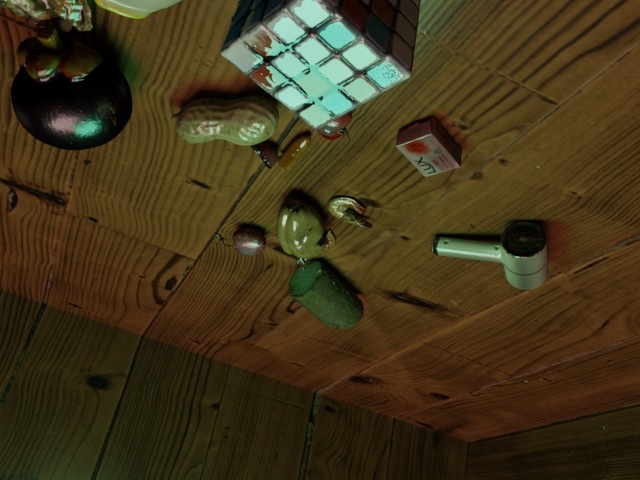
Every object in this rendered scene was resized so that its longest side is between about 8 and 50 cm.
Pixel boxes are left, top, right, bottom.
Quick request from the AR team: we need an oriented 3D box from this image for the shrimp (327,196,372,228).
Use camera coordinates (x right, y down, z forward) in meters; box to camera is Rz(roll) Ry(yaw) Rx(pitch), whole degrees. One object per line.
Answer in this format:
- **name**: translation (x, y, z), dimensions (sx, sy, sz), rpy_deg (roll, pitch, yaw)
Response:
- **shrimp**: translation (0.099, -0.087, 1.945), dimensions (0.162, 0.045, 0.095), rpy_deg (26, 127, -14)

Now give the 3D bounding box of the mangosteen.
- **mangosteen**: translation (-0.590, -0.361, 1.515), dimensions (0.274, 0.275, 0.302), rpy_deg (7, 137, 9)

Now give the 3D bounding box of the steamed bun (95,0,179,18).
- **steamed bun**: translation (-0.307, -0.551, 1.008), dimensions (0.333, 0.334, 0.374), rpy_deg (-5, 143, 27)

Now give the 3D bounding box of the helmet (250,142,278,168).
- **helmet**: translation (-0.144, -0.239, 1.753), dimensions (0.084, 0.049, 0.065), rpy_deg (51, 173, -12)

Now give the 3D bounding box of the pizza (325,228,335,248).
- **pizza**: translation (0.015, 0.004, 2.126), dimensions (0.100, 0.029, 0.099), rpy_deg (-10, 144, 34)

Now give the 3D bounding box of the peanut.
- **peanut**: translation (-0.239, -0.297, 1.624), dimensions (0.298, 0.120, 0.136), rpy_deg (3, 144, 20)

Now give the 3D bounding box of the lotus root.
- **lotus root**: translation (-0.056, -0.033, 1.984), dimensions (0.154, 0.140, 0.257), rpy_deg (16, 142, 21)

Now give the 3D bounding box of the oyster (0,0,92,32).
- **oyster**: translation (-0.647, -0.547, 1.341), dimensions (0.237, 0.115, 0.351), rpy_deg (-3, 162, 25)

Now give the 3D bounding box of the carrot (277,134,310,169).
- **carrot**: translation (-0.067, -0.242, 1.728), dimensions (0.048, 0.048, 0.139), rpy_deg (23, 146, -18)

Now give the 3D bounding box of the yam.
- **yam**: translation (0.020, 0.201, 2.327), dimensions (0.168, 0.168, 0.304), rpy_deg (-9, 143, 32)

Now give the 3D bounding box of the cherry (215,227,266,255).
- **cherry**: translation (-0.276, 0.000, 2.176), dimensions (0.225, 0.090, 0.107), rpy_deg (5, 162, 30)

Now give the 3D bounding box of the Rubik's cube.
- **Rubik's cube**: translation (0.010, -0.408, 1.204), dimensions (0.253, 0.259, 0.256), rpy_deg (33, 144, -33)

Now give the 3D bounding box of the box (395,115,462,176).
- **box**: translation (0.270, -0.230, 1.611), dimensions (0.111, 0.060, 0.156), rpy_deg (-14, 140, 40)

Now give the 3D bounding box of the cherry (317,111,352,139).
- **cherry**: translation (0.024, -0.300, 1.555), dimensions (0.106, 0.087, 0.126), rpy_deg (-13, 124, 47)

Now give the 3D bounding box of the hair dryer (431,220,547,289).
- **hair dryer**: translation (0.489, 0.033, 1.935), dimensions (0.361, 0.128, 0.203), rpy_deg (7, 152, 24)
